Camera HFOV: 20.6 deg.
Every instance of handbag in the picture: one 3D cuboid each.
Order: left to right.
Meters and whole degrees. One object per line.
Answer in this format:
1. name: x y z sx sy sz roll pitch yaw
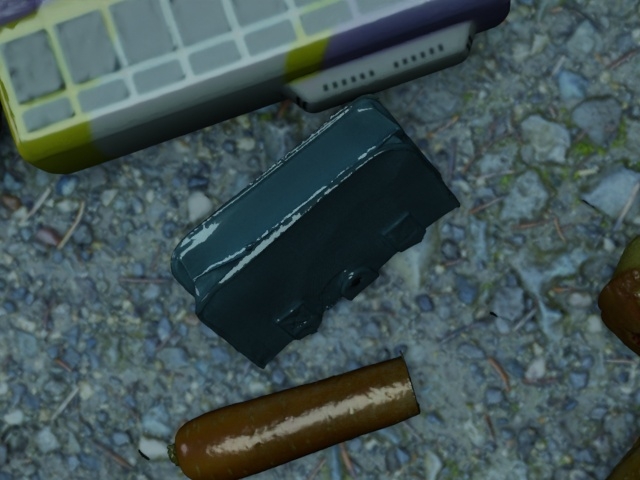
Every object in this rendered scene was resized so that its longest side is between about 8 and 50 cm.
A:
1. handbag: 0.000 0.000 1.477 0.229 0.179 0.062 -39 56 4

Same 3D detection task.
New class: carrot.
1. carrot: -0.026 0.159 1.532 0.225 0.067 0.067 -19 89 5

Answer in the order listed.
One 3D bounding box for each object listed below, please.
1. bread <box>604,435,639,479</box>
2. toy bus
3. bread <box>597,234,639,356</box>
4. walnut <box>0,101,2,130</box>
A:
1. bread: 0.303 0.265 1.444 0.195 0.176 0.246 40 95 6
2. toy bus: -0.057 -0.219 1.442 0.440 0.209 0.249 -19 88 2
3. bread: 0.309 0.062 1.464 0.156 0.125 0.086 25 61 4
4. walnut: -0.423 -0.134 1.469 0.252 0.277 0.313 -38 80 41
